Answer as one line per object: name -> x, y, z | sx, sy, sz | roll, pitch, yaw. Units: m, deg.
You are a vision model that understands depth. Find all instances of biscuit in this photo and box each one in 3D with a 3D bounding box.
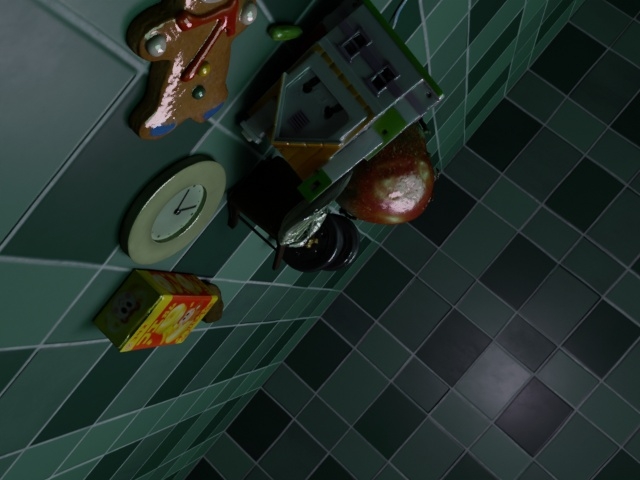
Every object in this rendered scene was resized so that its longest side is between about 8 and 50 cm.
biscuit -> -0.162, -0.266, 0.798 | 0.205, 0.049, 0.324 | -35, 159, -43

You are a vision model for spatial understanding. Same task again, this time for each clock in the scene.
clock -> 0.020, -0.240, 1.079 | 0.309, 0.235, 0.166 | -39, -178, 4
clock -> -0.262, -0.055, 1.094 | 0.235, 0.029, 0.235 | -47, 165, -17

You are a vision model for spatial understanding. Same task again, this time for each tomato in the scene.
tomato -> 0.136, -0.177, 1.496 | 0.238, 0.304, 0.303 | -16, 157, -13

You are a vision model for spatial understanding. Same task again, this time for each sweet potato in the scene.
sweet potato -> -0.284, 0.151, 1.522 | 0.081, 0.062, 0.233 | -44, 163, -17

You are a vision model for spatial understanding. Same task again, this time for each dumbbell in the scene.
dumbbell -> 0.000, 0.000, 1.754 | 0.185, 0.185, 0.388 | -51, 166, 7

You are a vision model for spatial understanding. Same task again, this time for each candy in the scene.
candy -> -0.334, 0.144, 1.273 | 0.146, 0.088, 0.276 | -50, 167, 6

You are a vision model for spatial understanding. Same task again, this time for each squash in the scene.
squash -> -0.053, -0.339, 0.986 | 0.089, 0.027, 0.027 | -34, 160, -53

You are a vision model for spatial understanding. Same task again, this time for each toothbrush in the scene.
toothbrush -> 0.173, -0.493, 1.301 | 0.162, 0.017, 0.014 | -55, 171, 25

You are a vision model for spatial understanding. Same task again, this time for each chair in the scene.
chair -> -0.074, -0.077, 1.250 | 0.160, 0.186, 0.319 | -42, 172, -24
